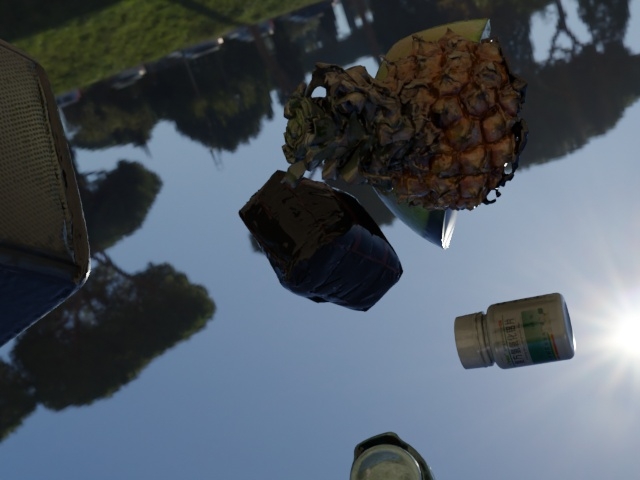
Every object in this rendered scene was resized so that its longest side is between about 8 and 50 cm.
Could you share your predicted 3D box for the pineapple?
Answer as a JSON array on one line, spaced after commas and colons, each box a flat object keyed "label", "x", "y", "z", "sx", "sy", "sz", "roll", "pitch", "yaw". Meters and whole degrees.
[{"label": "pineapple", "x": 0.072, "y": -0.145, "z": 1.110, "sx": 0.271, "sy": 0.263, "sz": 0.262, "roll": -6, "pitch": -171, "yaw": -38}]

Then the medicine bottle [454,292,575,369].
[{"label": "medicine bottle", "x": 0.229, "y": 0.111, "z": 1.069, "sx": 0.130, "sy": 0.080, "sz": 0.080, "roll": -13, "pitch": -159, "yaw": 19}]

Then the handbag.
[{"label": "handbag", "x": 0.000, "y": 0.000, "z": 1.307, "sx": 0.155, "sy": 0.215, "sz": 0.169, "roll": -43, "pitch": -124, "yaw": 16}]

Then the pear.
[{"label": "pear", "x": 0.172, "y": -0.197, "z": 1.524, "sx": 0.165, "sy": 0.399, "sz": 0.399, "roll": 13, "pitch": -151, "yaw": 12}]

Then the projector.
[{"label": "projector", "x": -0.545, "y": -0.042, "z": 1.249, "sx": 0.395, "sy": 0.405, "sz": 0.242, "roll": -34, "pitch": 150, "yaw": 25}]

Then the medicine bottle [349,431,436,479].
[{"label": "medicine bottle", "x": 0.079, "y": 0.254, "z": 0.889, "sx": 0.079, "sy": 0.124, "sz": 0.258, "roll": -20, "pitch": 160, "yaw": 2}]
